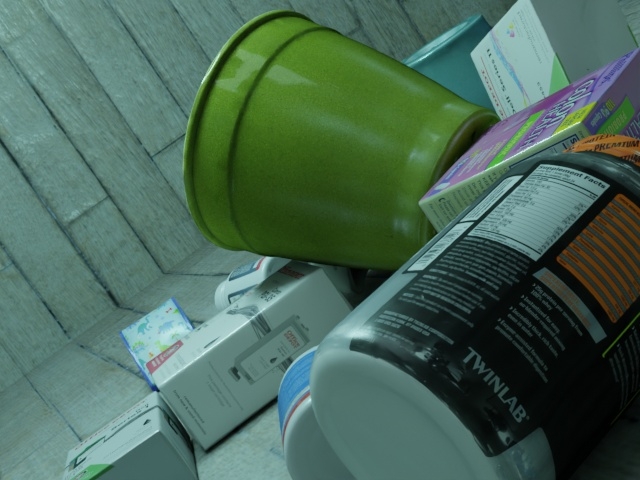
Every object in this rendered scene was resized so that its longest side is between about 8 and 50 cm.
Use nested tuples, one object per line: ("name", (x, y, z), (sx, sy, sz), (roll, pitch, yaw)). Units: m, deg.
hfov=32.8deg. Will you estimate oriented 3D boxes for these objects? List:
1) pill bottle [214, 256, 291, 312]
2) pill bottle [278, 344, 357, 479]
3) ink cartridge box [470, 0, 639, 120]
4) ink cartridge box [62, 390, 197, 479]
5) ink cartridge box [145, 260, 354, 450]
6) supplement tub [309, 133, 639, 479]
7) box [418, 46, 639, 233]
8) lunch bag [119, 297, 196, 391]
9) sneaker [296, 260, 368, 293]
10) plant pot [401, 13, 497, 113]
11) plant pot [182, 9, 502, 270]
("pill bottle", (-0.109, 0.090, 1.952), (0.180, 0.108, 0.108), (-21, 16, 50))
("pill bottle", (0.019, 0.173, 1.094), (0.124, 0.124, 0.221), (-34, 11, 1))
("ink cartridge box", (0.333, -0.231, 1.578), (0.119, 0.207, 0.353), (-23, -4, -9))
("ink cartridge box", (-0.257, 0.303, 1.457), (0.160, 0.093, 0.219), (-35, 10, -6))
("ink cartridge box", (-0.099, 0.155, 1.577), (0.283, 0.117, 0.207), (-36, 10, -10))
("supplement tub", (0.168, 0.067, 0.884), (0.338, 0.207, 0.207), (-39, 11, -31))
("box", (0.274, -0.089, 1.274), (0.243, 0.117, 0.213), (-26, 13, 44))
("lunch bag", (-0.285, 0.202, 2.037), (0.128, 0.096, 0.151), (-35, 39, -7))
("sneaker", (0.104, -0.059, 1.760), (0.146, 0.122, 0.331), (30, 91, 39))
("plant pot", (0.265, -0.235, 1.864), (0.271, 0.255, 0.272), (-32, 10, 6))
("plant pot", (0.059, -0.107, 1.536), (0.352, 0.367, 0.366), (20, 44, 29))
